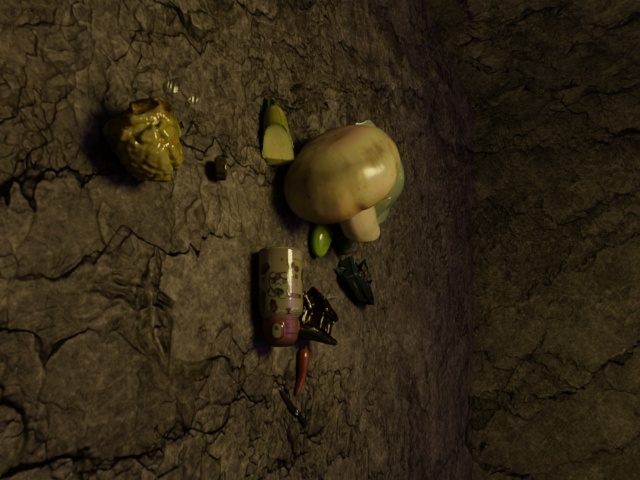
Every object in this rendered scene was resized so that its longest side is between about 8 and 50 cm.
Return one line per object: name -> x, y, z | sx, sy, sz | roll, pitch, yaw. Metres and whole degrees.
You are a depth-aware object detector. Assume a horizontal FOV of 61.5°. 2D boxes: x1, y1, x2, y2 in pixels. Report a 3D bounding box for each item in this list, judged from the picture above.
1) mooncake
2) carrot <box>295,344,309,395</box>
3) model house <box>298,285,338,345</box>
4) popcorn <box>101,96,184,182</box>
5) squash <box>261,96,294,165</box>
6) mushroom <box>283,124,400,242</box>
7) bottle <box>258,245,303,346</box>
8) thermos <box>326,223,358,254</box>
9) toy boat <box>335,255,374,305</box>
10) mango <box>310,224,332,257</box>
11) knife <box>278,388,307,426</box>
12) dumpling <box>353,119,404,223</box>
mooncake -> -0.246, -0.221, 1.146 | 0.346, 0.057, 0.150 | 76, -2, -52
carrot -> -0.052, 0.364, 1.515 | 0.035, 0.035, 0.142 | 32, 61, -54
model house -> -0.020, 0.203, 1.531 | 0.165, 0.106, 0.152 | 49, 45, -51
popcorn -> -0.331, -0.198, 1.053 | 0.173, 0.142, 0.173 | 59, 8, -14
squash -> -0.127, -0.314, 1.499 | 0.075, 0.090, 0.200 | 8, 70, -69
mushroom -> 0.052, -0.173, 1.574 | 0.325, 0.353, 0.353 | 3, 77, -16
bottle -> -0.102, 0.146, 1.388 | 0.120, 0.120, 0.253 | 18, 67, -58
thermos -> 0.055, -0.043, 1.760 | 0.083, 0.073, 0.187 | -45, 124, -29
toy boat -> 0.142, 0.149, 1.841 | 0.092, 0.103, 0.246 | -103, 166, -44
mango -> 0.000, 0.000, 1.664 | 0.073, 0.056, 0.108 | 24, 65, -50
knife -> -0.075, 0.460, 1.475 | 0.170, 0.010, 0.023 | 61, 30, -30
dumpling -> 0.156, -0.217, 1.869 | 0.320, 0.270, 0.212 | 57, 7, 3
